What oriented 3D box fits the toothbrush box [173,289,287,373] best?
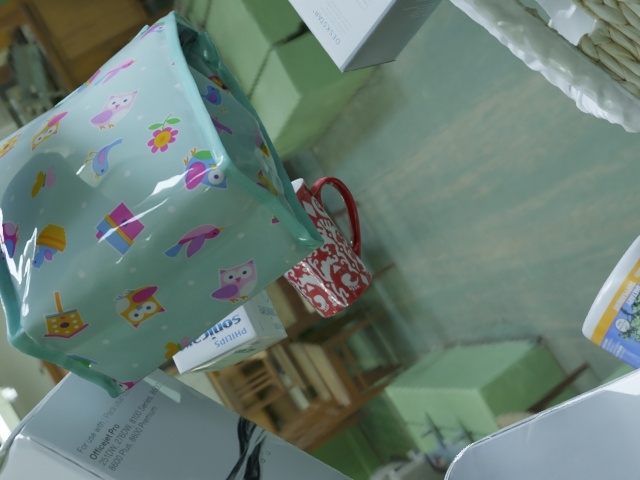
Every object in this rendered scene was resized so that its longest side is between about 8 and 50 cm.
[{"bbox_3d":[-0.179,0.035,1.537,0.295,0.126,0.216,63,-175,8],"label":"toothbrush box"}]

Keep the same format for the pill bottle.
[{"bbox_3d":[0.464,0.119,1.255,0.272,0.152,0.152,32,157,20],"label":"pill bottle"}]

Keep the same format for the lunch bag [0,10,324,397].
[{"bbox_3d":[-0.151,-0.046,0.850,0.160,0.223,0.262,42,-165,-46],"label":"lunch bag"}]

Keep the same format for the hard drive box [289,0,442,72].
[{"bbox_3d":[0.055,-0.307,1.017,0.181,0.089,0.232,56,135,13],"label":"hard drive box"}]

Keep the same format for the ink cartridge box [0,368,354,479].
[{"bbox_3d":[-0.102,0.312,0.920,0.395,0.285,0.166,30,-152,0],"label":"ink cartridge box"}]

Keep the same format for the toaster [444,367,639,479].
[{"bbox_3d":[0.158,0.091,0.377,0.186,0.168,0.110,-34,71,36],"label":"toaster"}]

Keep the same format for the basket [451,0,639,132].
[{"bbox_3d":[0.310,-0.341,1.295,0.328,0.266,0.331,37,-169,-6],"label":"basket"}]

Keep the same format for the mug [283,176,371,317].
[{"bbox_3d":[-0.001,0.004,1.461,0.169,0.150,0.113,51,-174,-13],"label":"mug"}]
